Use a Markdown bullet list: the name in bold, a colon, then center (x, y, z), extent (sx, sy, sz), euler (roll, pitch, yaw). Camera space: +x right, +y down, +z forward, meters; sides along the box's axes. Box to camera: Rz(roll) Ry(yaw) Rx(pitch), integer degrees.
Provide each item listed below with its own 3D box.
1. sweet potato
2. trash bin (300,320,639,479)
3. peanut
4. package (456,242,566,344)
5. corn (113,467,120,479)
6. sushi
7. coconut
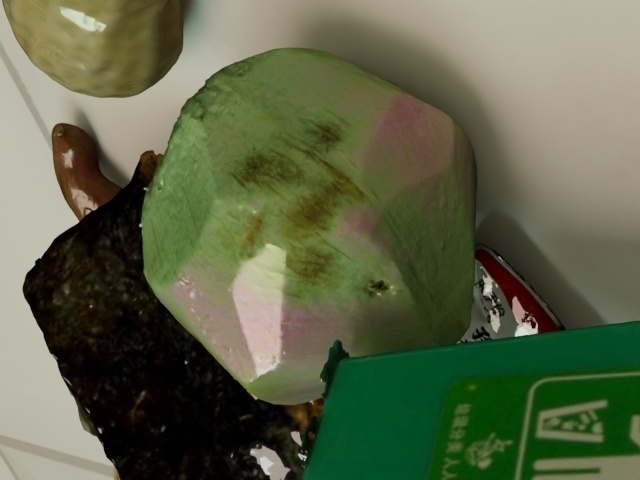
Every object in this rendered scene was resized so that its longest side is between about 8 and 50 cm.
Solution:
- **sweet potato**: center (-0.182, -0.017, 1.287), extent (0.055, 0.058, 0.202), euler (-99, -14, -69)
- **trash bin**: center (0.190, 0.186, 0.808), extent (0.381, 0.259, 0.295), euler (-2, 128, 19)
- **peanut**: center (-0.144, -0.201, 0.979), extent (0.149, 0.149, 0.313), euler (41, 149, 9)
- **package**: center (0.111, 0.090, 1.085), extent (0.154, 0.030, 0.239), euler (52, 149, -2)
- **corn**: center (-0.169, 0.299, 1.565), extent (0.098, 0.098, 0.290), euler (28, 139, 26)
- **sushi**: center (-0.075, 0.108, 1.163), extent (0.348, 0.207, 0.234), euler (56, -168, 11)
- **coconut**: center (0.000, 0.000, 0.958), extent (0.236, 0.236, 0.204), euler (30, 158, 23)
